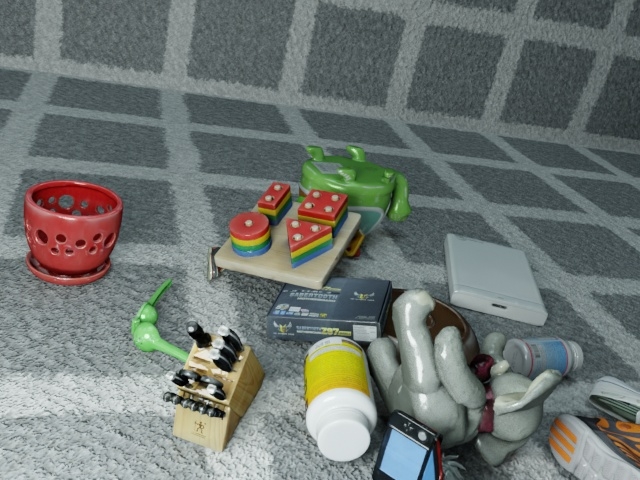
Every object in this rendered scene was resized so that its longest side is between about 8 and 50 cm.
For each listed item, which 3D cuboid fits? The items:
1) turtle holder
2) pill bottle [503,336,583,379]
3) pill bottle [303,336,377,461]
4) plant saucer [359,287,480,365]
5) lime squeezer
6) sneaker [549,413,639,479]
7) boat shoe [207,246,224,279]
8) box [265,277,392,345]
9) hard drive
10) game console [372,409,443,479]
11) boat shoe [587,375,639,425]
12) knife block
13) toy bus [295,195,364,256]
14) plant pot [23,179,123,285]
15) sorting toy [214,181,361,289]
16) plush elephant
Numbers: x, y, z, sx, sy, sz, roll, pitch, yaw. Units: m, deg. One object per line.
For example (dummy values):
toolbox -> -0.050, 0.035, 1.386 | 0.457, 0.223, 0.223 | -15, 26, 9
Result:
turtle holder -> 0.083, -0.124, 1.890 | 0.243, 0.227, 0.320 | 27, 27, 30
pill bottle -> 0.467, 0.246, 1.452 | 0.160, 0.087, 0.087 | 2, 27, -23
pill bottle -> 0.031, 0.265, 1.168 | 0.117, 0.117, 0.215 | 9, 24, -7
plant saucer -> 0.201, 0.184, 1.508 | 0.310, 0.050, 0.310 | 10, 24, -5
lime squeezer -> -0.303, 0.152, 1.304 | 0.110, 0.059, 0.310 | -17, 32, -16
sneaker -> 0.540, 0.390, 1.137 | 0.180, 0.125, 0.321 | 2, 27, -20
boat shoe -> -0.237, 0.051, 1.583 | 0.043, 0.049, 0.137 | 9, 20, -12
box -> 0.023, 0.140, 1.432 | 0.232, 0.059, 0.183 | 3, 24, 14
hard drive -> 0.449, 0.092, 1.820 | 0.233, 0.047, 0.353 | 13, 24, 1
game console -> 0.123, 0.345, 1.010 | 0.124, 0.144, 0.085 | 27, 27, 28
boat shoe -> 0.635, 0.346, 1.353 | 0.226, 0.083, 0.076 | 19, 35, 41
knife block -> -0.153, 0.191, 1.089 | 0.088, 0.242, 0.276 | 18, 25, 9
toy bus -> 0.005, -0.005, 1.738 | 0.191, 0.202, 0.104 | 25, 57, 10
plant pot -> -0.511, -0.013, 1.432 | 0.191, 0.174, 0.191 | 10, 25, -5
sorting toy -> -0.071, -0.028, 1.549 | 0.257, 0.089, 0.255 | 12, 40, 19
plush elephant -> 0.253, 0.247, 1.151 | 0.255, 0.272, 0.330 | -6, 54, -16
